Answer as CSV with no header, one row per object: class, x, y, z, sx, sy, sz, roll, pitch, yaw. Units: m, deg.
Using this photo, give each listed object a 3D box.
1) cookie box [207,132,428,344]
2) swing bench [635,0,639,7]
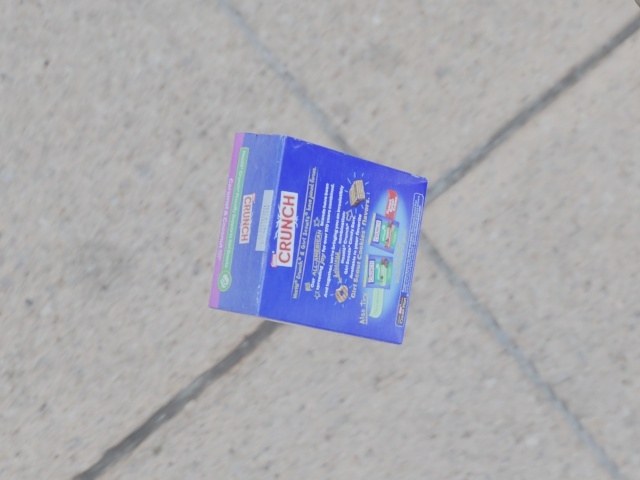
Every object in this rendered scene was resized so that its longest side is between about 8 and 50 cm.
cookie box,0.000,0.000,0.858,0.107,0.040,0.092,15,82,-44
swing bench,0.320,-0.234,1.016,0.255,0.165,0.253,16,66,8
